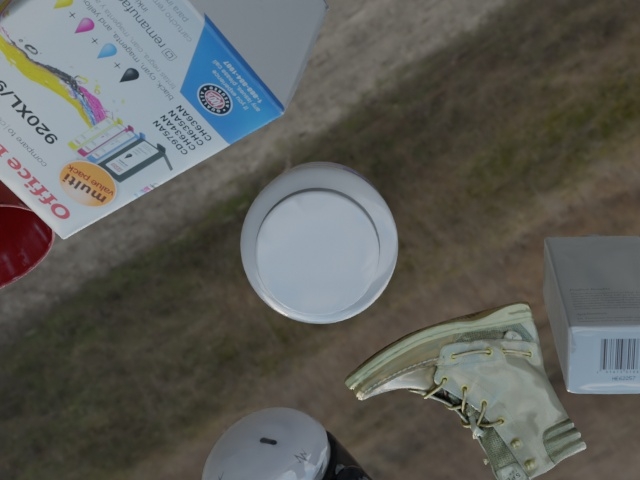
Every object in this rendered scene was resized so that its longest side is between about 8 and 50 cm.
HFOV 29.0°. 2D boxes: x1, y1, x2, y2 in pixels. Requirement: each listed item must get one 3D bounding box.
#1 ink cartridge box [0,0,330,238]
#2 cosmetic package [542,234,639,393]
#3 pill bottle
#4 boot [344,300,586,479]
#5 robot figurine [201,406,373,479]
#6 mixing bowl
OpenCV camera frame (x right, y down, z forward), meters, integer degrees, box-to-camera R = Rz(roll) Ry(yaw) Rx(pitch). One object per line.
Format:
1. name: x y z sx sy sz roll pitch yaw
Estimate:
1. ink cartridge box: -0.147 -0.147 0.924 0.232 0.171 0.168 -26 -152 31
2. cosmetic package: 0.316 0.076 1.372 0.117 0.086 0.231 0 -157 5
3. pill bottle: 0.000 0.000 1.222 0.152 0.152 0.272 -32 -176 3
4. boot: 0.138 0.156 1.141 0.213 0.165 0.077 -14 165 -31
5. robot figurine: -0.017 0.323 1.445 0.209 0.278 0.173 -37 -156 4
6. mixing bowl: -0.382 -0.022 1.297 0.181 0.098 0.181 -22 155 -11
